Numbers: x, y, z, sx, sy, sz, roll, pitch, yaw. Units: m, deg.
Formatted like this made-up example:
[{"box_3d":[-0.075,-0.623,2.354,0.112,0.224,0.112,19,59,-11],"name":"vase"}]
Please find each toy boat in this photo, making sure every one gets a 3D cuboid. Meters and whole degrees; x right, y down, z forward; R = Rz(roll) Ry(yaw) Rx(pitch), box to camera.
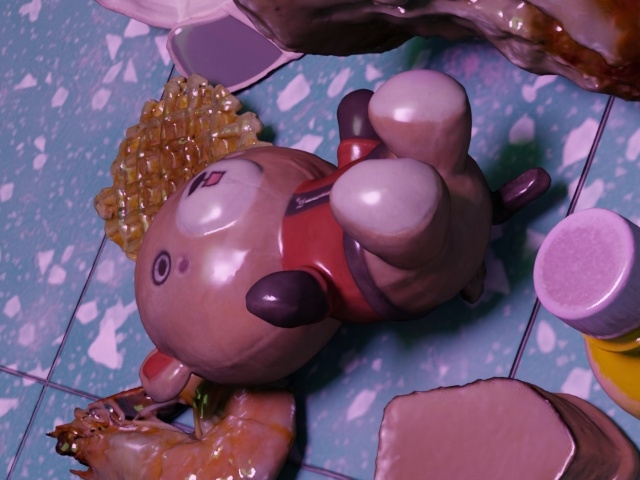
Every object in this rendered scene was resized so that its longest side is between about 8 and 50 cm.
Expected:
[{"box_3d":[0.120,0.151,1.261,0.188,0.061,0.116,-11,61,39],"name":"toy boat"}]

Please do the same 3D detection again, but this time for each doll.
[{"box_3d":[0.000,0.000,1.387,0.330,0.174,0.235,-17,43,40],"name":"doll"}]

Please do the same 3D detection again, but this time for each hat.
[{"box_3d":[-0.101,-0.262,1.622,0.275,0.232,0.161,27,61,35],"name":"hat"}]

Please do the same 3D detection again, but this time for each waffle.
[{"box_3d":[-0.116,-0.053,1.599,0.183,0.036,0.169,36,99,41],"name":"waffle"}]

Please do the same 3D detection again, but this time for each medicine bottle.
[{"box_3d":[0.212,0.050,1.116,0.121,0.212,0.122,-22,55,34],"name":"medicine bottle"}]

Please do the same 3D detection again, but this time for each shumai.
[{"box_3d":[0.146,-0.249,1.299,0.323,0.324,0.397,40,100,32],"name":"shumai"}]

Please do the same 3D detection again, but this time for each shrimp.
[{"box_3d":[-0.123,0.152,1.495,0.267,0.061,0.145,-7,55,45],"name":"shrimp"}]
